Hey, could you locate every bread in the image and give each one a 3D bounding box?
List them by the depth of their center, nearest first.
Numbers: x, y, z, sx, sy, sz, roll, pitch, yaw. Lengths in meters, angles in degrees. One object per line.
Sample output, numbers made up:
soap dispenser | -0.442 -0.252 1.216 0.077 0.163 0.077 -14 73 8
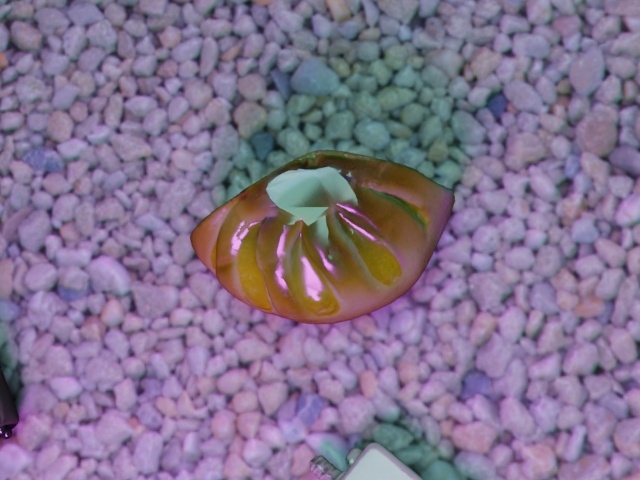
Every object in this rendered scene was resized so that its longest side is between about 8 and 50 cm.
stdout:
bread | 0.014 0.001 1.351 0.260 0.158 0.156 -29 78 2

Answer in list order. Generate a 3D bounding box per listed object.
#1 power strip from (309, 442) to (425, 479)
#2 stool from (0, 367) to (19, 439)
power strip | 0.124 0.314 1.310 0.338 0.058 0.098 38 85 15
stool | -0.366 0.164 1.394 0.096 0.096 0.110 -27 81 0
